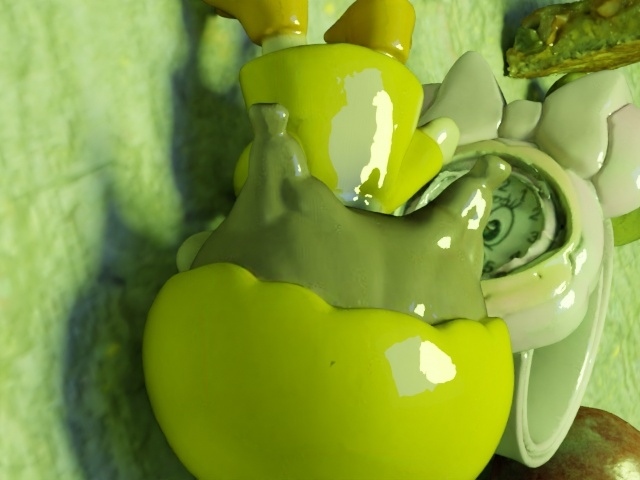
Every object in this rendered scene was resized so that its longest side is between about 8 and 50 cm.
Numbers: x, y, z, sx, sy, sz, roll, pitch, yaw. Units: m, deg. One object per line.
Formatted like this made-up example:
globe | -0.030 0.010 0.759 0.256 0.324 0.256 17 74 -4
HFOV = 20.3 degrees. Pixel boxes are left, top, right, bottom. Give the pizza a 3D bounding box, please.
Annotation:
pizza | 0.245 -0.182 1.509 0.292 0.197 0.058 151 -75 -84

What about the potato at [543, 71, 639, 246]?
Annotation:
potato | 0.248 -0.067 1.552 0.188 0.085 0.105 55 48 -36

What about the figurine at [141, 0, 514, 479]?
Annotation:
figurine | 0.000 0.000 1.048 0.187 0.215 0.343 119 -30 -61

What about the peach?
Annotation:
peach | 0.189 0.193 1.376 0.152 0.152 0.152 17 70 -57

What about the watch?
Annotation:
watch | 0.123 0.025 1.265 0.217 0.211 0.248 73 36 -52
